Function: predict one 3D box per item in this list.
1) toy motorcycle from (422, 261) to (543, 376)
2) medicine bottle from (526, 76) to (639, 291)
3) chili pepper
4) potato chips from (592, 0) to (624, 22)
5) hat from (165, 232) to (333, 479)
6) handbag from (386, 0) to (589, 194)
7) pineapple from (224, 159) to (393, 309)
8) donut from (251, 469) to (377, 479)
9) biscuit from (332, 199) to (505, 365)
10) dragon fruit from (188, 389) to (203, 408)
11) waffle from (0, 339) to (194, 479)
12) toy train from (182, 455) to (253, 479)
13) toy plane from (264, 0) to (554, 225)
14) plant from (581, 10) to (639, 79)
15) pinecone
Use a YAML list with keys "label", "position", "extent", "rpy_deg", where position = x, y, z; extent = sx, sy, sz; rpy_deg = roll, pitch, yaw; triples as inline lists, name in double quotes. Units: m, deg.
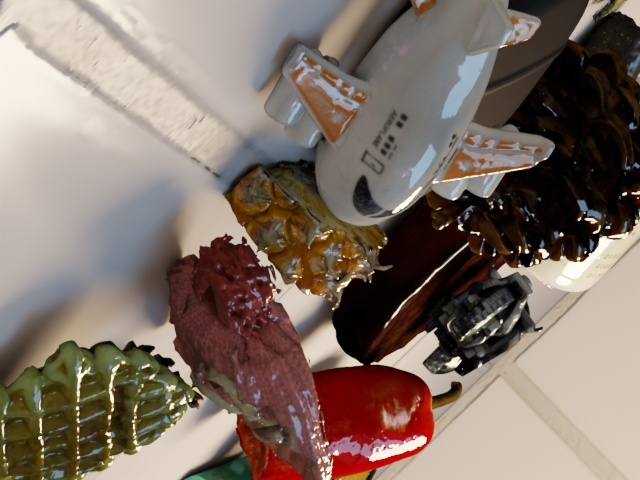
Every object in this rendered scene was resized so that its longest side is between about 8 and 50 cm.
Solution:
- label: "toy motorcycle"
  position: [0.208, 0.093, 2.242]
  extent: [0.159, 0.106, 0.270]
  rpy_deg: [-35, 172, -17]
- label: "medicine bottle"
  position: [0.396, -0.077, 2.510]
  extent: [0.293, 0.170, 0.170]
  rpy_deg: [-51, 165, 32]
- label: "chili pepper"
  position: [0.070, 0.217, 2.249]
  extent: [0.338, 0.135, 0.131]
  rpy_deg: [-5, 148, -25]
- label: "potato chips"
  position: [0.386, -0.335, 2.002]
  extent: [0.202, 0.029, 0.220]
  rpy_deg: [-39, 169, -23]
- label: "hat"
  position: [-0.075, 0.101, 1.602]
  extent: [0.107, 0.236, 0.286]
  rpy_deg: [-38, 152, -21]
- label: "handbag"
  position: [0.128, -0.155, 1.636]
  extent: [0.253, 0.093, 0.308]
  rpy_deg: [-28, 159, -48]
- label: "pineapple"
  position: [0.001, -0.001, 1.647]
  extent: [0.079, 0.135, 0.233]
  rpy_deg: [-46, 168, 15]
- label: "donut"
  position: [-0.015, 0.308, 2.505]
  extent: [0.272, 0.107, 0.272]
  rpy_deg: [-47, 149, -40]
- label: "biscuit"
  position: [0.173, 0.000, 2.273]
  extent: [0.407, 0.091, 0.407]
  rpy_deg: [-40, 169, -9]
- label: "dragon fruit"
  position: [-0.192, 0.158, 1.731]
  extent: [0.126, 0.068, 0.112]
  rpy_deg: [-35, 159, 17]
- label: "waffle"
  position: [-0.216, 0.152, 1.534]
  extent: [0.208, 0.054, 0.214]
  rpy_deg: [-39, 149, 20]
- label: "toy train"
  position: [-0.145, 0.367, 2.473]
  extent: [0.159, 0.101, 0.248]
  rpy_deg: [-61, 164, 13]
- label: "toy plane"
  position: [0.077, -0.107, 1.444]
  extent: [0.244, 0.117, 0.245]
  rpy_deg: [-8, 128, -10]
- label: "plant"
  position: [0.332, -0.199, 2.134]
  extent: [0.143, 0.094, 0.092]
  rpy_deg: [-60, 177, 19]
- label: "pinecone"
  position: [0.243, -0.079, 1.905]
  extent: [0.257, 0.243, 0.243]
  rpy_deg: [-47, 171, -36]
